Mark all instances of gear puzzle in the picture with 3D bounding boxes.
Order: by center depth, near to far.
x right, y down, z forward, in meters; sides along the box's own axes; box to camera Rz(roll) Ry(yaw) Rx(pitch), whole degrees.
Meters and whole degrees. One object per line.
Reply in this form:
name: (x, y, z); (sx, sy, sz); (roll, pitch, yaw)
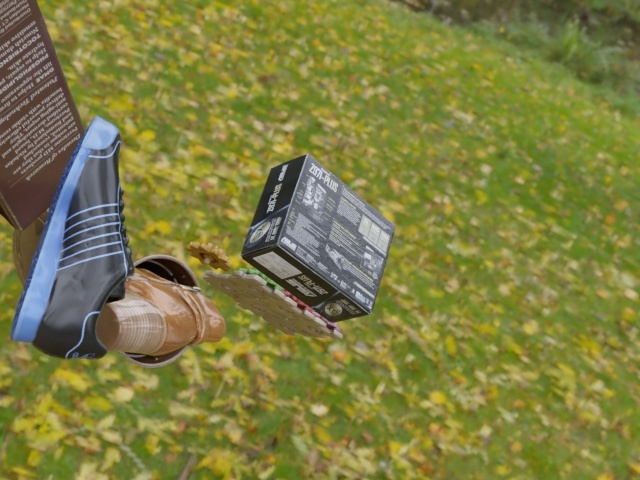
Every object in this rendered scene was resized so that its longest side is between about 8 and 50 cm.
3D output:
gear puzzle: (-0.115, 0.083, 1.866); (0.175, 0.044, 0.339); (-1, -31, 48)

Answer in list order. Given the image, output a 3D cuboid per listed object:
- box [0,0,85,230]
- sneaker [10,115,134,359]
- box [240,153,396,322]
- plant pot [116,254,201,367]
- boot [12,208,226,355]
box: (-0.380, -0.189, 1.113); (0.191, 0.381, 0.143); (40, 69, 17)
sneaker: (-0.216, 0.000, 0.982); (0.091, 0.232, 0.081); (20, -16, -19)
box: (0.000, 0.000, 1.375); (0.180, 0.078, 0.147); (37, 54, -31)
plant pot: (-0.295, 0.098, 1.568); (0.165, 0.166, 0.167); (5, 5, 45)
boot: (-0.272, 0.052, 1.421); (0.283, 0.109, 0.220); (36, 17, 30)
